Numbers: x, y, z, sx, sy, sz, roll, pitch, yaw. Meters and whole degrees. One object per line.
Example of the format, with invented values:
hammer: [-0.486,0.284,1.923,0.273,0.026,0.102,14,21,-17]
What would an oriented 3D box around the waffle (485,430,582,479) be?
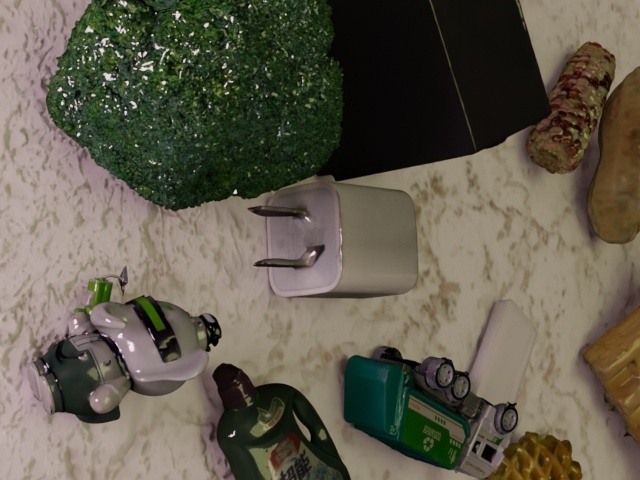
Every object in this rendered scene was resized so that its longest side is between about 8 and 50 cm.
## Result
waffle: [0.308,0.397,1.687,0.245,0.052,0.254,6,79,-46]

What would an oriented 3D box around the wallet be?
wallet: [0.254,0.176,1.679,0.095,0.033,0.190,47,53,-28]

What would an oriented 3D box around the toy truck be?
toy truck: [0.136,0.214,1.501,0.253,0.114,0.124,37,72,-36]

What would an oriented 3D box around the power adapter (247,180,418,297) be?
power adapter: [0.000,0.000,1.382,0.205,0.125,0.130,6,80,-44]

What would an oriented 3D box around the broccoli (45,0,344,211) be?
broccoli: [-0.114,-0.170,1.219,0.308,0.308,0.275,56,11,-24]

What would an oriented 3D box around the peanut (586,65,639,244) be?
peanut: [0.491,-0.136,1.881,0.130,0.130,0.290,7,97,-45]

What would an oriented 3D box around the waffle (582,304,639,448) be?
waffle: [0.605,0.225,1.892,0.304,0.077,0.348,-38,104,-10]

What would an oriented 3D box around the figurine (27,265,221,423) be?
figurine: [-0.188,0.111,1.176,0.192,0.147,0.126,-17,115,-27]

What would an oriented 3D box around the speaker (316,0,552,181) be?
speaker: [0.107,-0.210,1.435,0.184,0.254,0.232,-27,102,-44]

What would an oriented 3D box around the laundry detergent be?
laundry detergent: [-0.051,0.225,1.331,0.144,0.078,0.221,-39,109,-44]

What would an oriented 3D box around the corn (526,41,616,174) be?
corn: [0.397,-0.211,1.848,0.092,0.092,0.280,53,49,-26]
